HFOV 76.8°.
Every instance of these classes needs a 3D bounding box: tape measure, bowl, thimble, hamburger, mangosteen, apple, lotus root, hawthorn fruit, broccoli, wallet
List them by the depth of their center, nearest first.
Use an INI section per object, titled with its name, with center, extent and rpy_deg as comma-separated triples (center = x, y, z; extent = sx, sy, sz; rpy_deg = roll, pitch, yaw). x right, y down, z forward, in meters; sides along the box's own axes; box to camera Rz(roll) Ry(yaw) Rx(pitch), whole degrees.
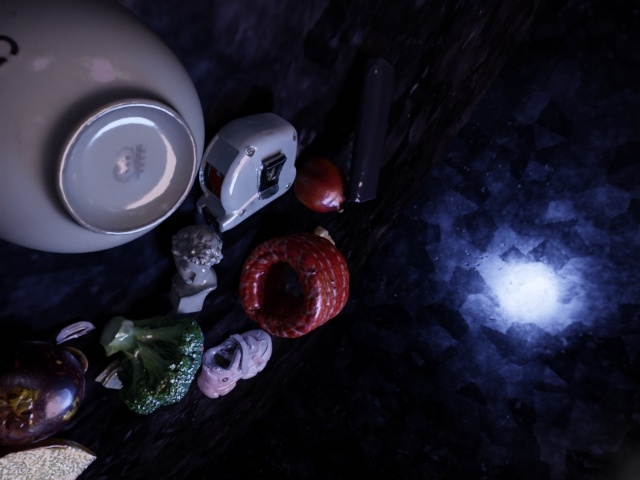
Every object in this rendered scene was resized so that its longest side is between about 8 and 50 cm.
[bowl]
center = -0.285, -0.123, 0.517
extent = 0.354, 0.185, 0.353
rpy_deg = -39, 147, -32
[mangosteen]
center = -0.553, 0.278, 0.777
extent = 0.192, 0.192, 0.217
rpy_deg = -50, -166, -7
[lotus root]
center = -0.533, 0.194, 0.867
extent = 0.037, 0.030, 0.083
rpy_deg = -26, 176, 37
[apple]
center = -0.719, 0.580, 0.916
extent = 0.346, 0.179, 0.254
rpy_deg = -43, 172, -31
[tape measure]
center = -0.161, -0.160, 0.936
extent = 0.243, 0.125, 0.246
rpy_deg = -40, 159, -33
[broccoli]
center = -0.420, 0.285, 1.019
extent = 0.270, 0.270, 0.270
rpy_deg = -48, 131, -13
[hamburger]
center = -0.547, 0.360, 1.113
extent = 0.084, 0.054, 0.121
rpy_deg = -49, 154, -4
[wallet]
center = 0.153, -0.322, 1.226
extent = 0.228, 0.062, 0.405
rpy_deg = -29, 129, -67
[hawthorn fruit]
center = 0.010, -0.163, 1.238
extent = 0.169, 0.188, 0.169
rpy_deg = -48, 172, -9
[thimble]
center = -0.085, 0.148, 1.373
extent = 0.231, 0.350, 0.350
rpy_deg = -22, 145, -58

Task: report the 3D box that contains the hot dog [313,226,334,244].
[hot dog]
center = 0.000, 0.000, 1.700
extent = 0.084, 0.073, 0.242
rpy_deg = -53, 162, -4

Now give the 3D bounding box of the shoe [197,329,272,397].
[shoe]
center = -0.331, 0.469, 1.639
extent = 0.351, 0.172, 0.198
rpy_deg = -38, 154, -40

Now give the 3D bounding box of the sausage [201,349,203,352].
[sausage]
center = -0.469, 0.395, 1.326
extent = 0.179, 0.089, 0.089
rpy_deg = -40, 159, -41

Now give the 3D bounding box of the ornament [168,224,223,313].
[ornament]
center = -0.318, 0.071, 1.021
extent = 0.121, 0.130, 0.285
rpy_deg = -16, 152, -33
